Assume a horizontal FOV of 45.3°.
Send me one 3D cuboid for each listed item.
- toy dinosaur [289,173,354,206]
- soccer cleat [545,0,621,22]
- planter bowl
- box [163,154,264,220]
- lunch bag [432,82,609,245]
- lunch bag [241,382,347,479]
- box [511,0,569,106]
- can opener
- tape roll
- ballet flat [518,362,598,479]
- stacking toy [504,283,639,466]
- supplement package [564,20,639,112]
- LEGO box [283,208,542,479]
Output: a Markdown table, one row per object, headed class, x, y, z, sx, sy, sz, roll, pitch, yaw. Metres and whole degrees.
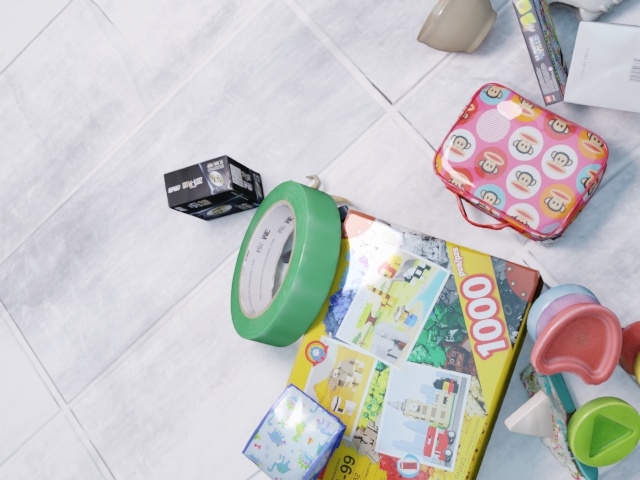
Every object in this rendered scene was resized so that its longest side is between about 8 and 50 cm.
| class | x | y | z | sx | sy | sz | roll | pitch | yaw |
| --- | --- | --- | --- | --- | --- | --- | --- | --- | --- |
| toy dinosaur | -0.012 | -0.093 | 1.629 | 0.183 | 0.053 | 0.092 | -11 | 94 | 23 |
| soccer cleat | 0.557 | -0.494 | 1.474 | 0.332 | 0.116 | 0.143 | -9 | 91 | 21 |
| planter bowl | 0.282 | -0.442 | 1.533 | 0.109 | 0.162 | 0.162 | 30 | 92 | -8 |
| box | -0.221 | -0.107 | 1.619 | 0.148 | 0.180 | 0.077 | -14 | 78 | 15 |
| lunch bag | 0.370 | -0.132 | 1.467 | 0.293 | 0.120 | 0.258 | 35 | 94 | 18 |
| lunch bag | -0.041 | 0.345 | 1.339 | 0.129 | 0.096 | 0.151 | 34 | 104 | 19 |
| box | 0.421 | -0.365 | 1.445 | 0.036 | 0.114 | 0.206 | -14 | 104 | 32 |
| can opener | 0.000 | 0.000 | 1.603 | 0.186 | 0.059 | 0.073 | -33 | 68 | 21 |
| tape roll | -0.075 | 0.045 | 1.500 | 0.077 | 0.321 | 0.321 | 18 | 87 | -25 |
| ballet flat | 0.435 | 0.334 | 1.412 | 0.077 | 0.091 | 0.240 | -32 | 67 | 43 |
| stacking toy | 0.462 | 0.226 | 1.334 | 0.309 | 0.130 | 0.279 | 23 | 105 | -17 |
| supplement package | 0.524 | -0.315 | 1.362 | 0.134 | 0.244 | 0.138 | 13 | 110 | 19 |
| LEGO box | 0.158 | 0.240 | 1.443 | 0.373 | 0.193 | 0.499 | 18 | 88 | 19 |
